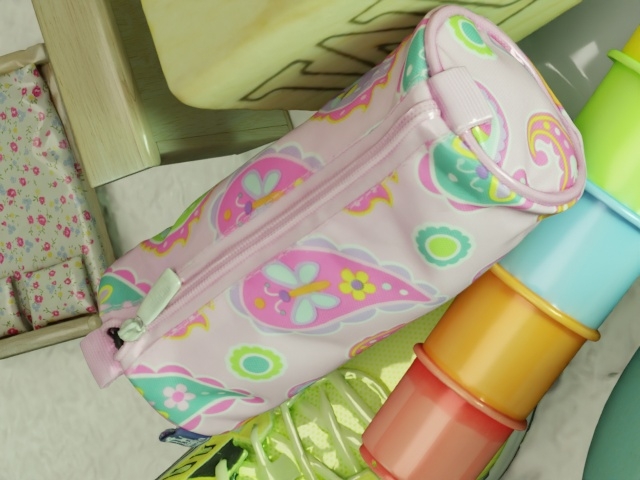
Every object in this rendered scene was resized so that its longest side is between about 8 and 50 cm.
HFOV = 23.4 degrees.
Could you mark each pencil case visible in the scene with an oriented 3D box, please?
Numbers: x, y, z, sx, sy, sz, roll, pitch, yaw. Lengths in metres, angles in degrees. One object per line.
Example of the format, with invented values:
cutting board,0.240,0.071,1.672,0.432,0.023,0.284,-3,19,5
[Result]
pencil case,0.000,0.000,0.804,0.284,0.124,0.124,-34,82,34

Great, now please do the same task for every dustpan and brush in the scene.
dustpan and brush,0.156,-0.179,0.842,0.147,0.060,0.211,48,114,13

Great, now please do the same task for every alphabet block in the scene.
alphabet block,0.026,-0.190,0.796,0.197,0.193,0.192,-31,70,40

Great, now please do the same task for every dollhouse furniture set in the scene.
dollhouse furniture set,-0.223,-0.073,0.982,0.355,0.174,0.303,-17,89,27

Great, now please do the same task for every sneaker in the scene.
sneaker,-0.015,0.157,0.926,0.145,0.147,0.385,47,112,15

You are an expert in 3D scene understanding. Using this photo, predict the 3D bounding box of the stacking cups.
stacking cups,0.138,0.006,0.807,0.096,0.096,0.316,35,98,18

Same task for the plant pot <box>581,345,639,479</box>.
plant pot,0.257,0.141,0.740,0.293,0.235,0.293,4,99,25
